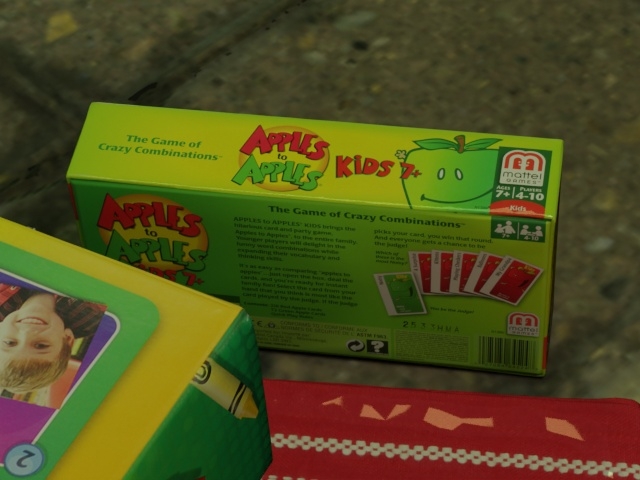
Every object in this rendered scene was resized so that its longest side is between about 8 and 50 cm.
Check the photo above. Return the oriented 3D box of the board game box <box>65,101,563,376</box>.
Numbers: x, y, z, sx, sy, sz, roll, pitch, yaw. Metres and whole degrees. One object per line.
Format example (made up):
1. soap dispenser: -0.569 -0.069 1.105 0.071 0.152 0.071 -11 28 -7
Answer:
1. board game box: 0.000 0.000 0.738 0.181 0.092 0.043 5 47 8

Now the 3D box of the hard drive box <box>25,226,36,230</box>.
1. hard drive box: -0.214 0.093 0.670 0.232 0.089 0.181 -3 48 2

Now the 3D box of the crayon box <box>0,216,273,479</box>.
1. crayon box: -0.176 0.057 0.585 0.278 0.081 0.165 20 52 20

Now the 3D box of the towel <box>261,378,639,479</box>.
1. towel: 0.016 0.160 0.636 0.198 0.031 0.275 4 50 4
